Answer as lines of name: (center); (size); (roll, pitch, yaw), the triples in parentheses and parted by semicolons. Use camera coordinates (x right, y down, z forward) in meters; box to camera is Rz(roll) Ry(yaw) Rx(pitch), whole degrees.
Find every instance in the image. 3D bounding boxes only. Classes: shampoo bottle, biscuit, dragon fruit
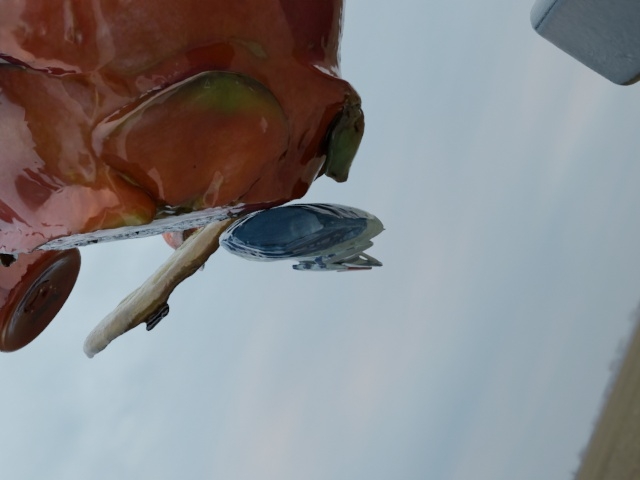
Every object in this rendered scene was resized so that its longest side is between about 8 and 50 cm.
shampoo bottle: (-0.332, -0.025, 0.959); (0.104, 0.278, 0.104); (-55, -11, -16)
biscuit: (-0.183, 0.047, 1.394); (0.260, 0.041, 0.203); (-41, 11, 10)
dragon fruit: (-0.110, -0.083, 0.684); (0.290, 0.291, 0.189); (-25, -70, -69)

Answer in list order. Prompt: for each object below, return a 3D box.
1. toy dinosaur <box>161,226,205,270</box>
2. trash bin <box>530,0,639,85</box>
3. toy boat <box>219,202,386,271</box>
toy dinosaur: (-0.181, -0.012, 1.563); (0.055, 0.101, 0.279); (-24, -4, -2)
trash bin: (0.228, -0.201, 0.728); (0.165, 0.115, 0.225); (-59, 0, -11)
toy boat: (-0.011, 0.000, 0.766); (0.149, 0.105, 0.034); (80, -170, -82)
